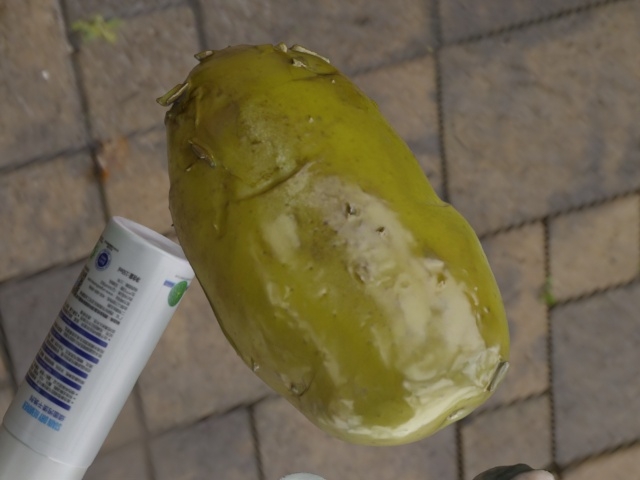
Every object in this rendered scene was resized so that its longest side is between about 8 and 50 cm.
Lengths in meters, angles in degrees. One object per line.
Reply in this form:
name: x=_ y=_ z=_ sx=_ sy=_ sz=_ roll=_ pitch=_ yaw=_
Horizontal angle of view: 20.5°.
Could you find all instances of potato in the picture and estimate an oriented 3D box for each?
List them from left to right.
potato: x=0.000 y=0.000 z=1.152 sx=0.173 sy=0.300 sz=0.140 roll=-33 pitch=160 yaw=1

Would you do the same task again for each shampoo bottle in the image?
shampoo bottle: x=-0.215 y=0.131 z=1.558 sx=0.092 sy=0.092 sz=0.303 roll=25 pitch=96 yaw=-33

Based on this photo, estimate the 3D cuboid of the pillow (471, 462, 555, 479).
pillow: x=0.053 y=0.222 z=0.628 sx=0.173 sy=0.067 sz=0.270 roll=-29 pitch=114 yaw=-4

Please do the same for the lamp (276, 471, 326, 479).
lamp: x=0.026 y=0.256 z=0.962 sx=0.246 sy=0.108 sz=0.179 roll=43 pitch=67 yaw=-11
